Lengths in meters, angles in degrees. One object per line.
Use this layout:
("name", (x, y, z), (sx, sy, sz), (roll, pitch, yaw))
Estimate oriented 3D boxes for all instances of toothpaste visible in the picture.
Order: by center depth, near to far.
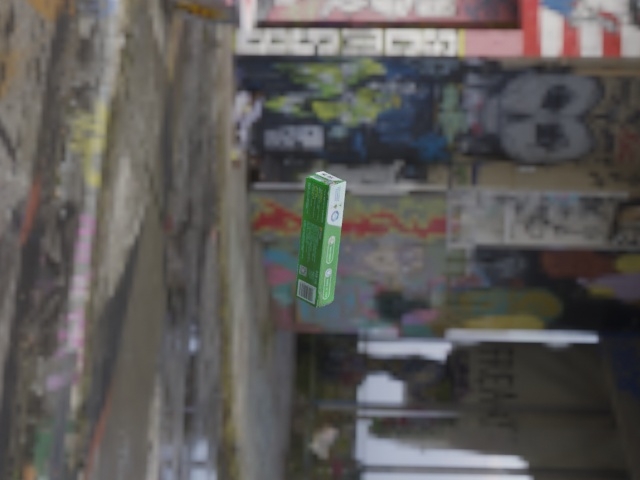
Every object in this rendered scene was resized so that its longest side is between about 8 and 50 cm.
("toothpaste", (0.000, 0.000, 0.960), (0.017, 0.020, 0.083), (-19, 124, -43))
